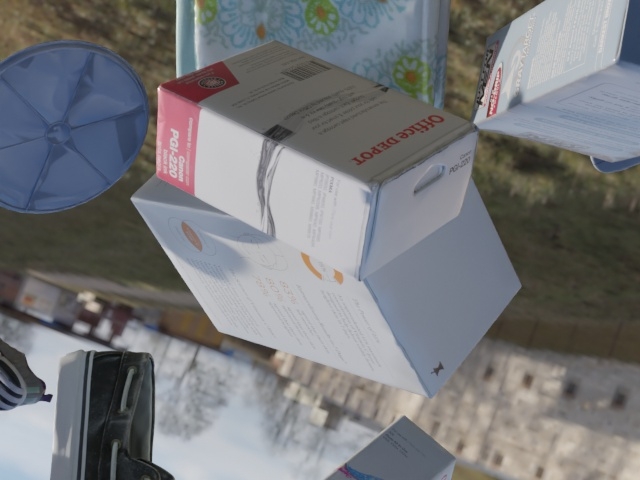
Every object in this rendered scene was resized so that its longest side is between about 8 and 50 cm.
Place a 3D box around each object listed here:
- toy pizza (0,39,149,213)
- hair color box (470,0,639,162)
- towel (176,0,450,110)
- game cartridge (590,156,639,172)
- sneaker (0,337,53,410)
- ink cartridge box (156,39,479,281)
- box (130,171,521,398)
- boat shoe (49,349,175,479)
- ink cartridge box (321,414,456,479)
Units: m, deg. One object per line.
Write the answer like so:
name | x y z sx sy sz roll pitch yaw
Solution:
toy pizza | -0.272 -0.117 1.198 0.201 0.201 0.032 28 -164 -45
hair color box | 0.300 -0.169 1.160 0.185 0.114 0.374 13 174 -11
towel | -0.013 -0.223 1.373 0.320 0.374 0.090 10 -153 18
game cartridge | 0.486 -0.197 1.527 0.062 0.297 0.198 61 -160 -19
sneaker | -0.462 0.155 1.605 0.223 0.083 0.098 43 -171 24
ink cartridge box | -0.004 -0.073 0.963 0.218 0.092 0.158 26 -144 28
box | 0.000 0.000 1.233 0.345 0.168 0.215 12 140 47
boat shoe | -0.215 0.258 1.240 0.119 0.335 0.121 -11 151 2
ink cartridge box | 0.047 0.322 1.340 0.093 0.212 0.154 36 143 26
